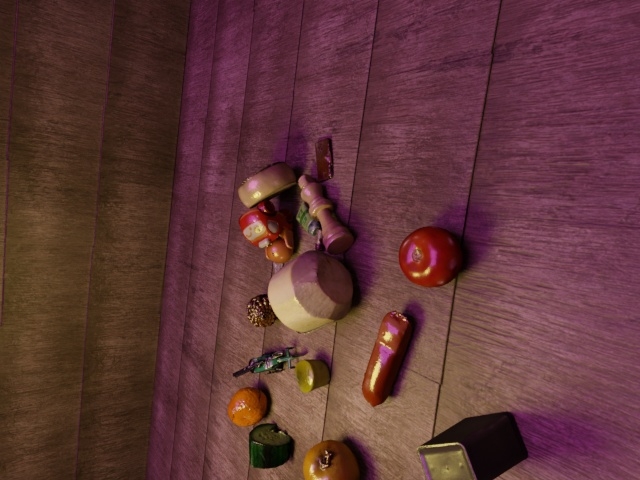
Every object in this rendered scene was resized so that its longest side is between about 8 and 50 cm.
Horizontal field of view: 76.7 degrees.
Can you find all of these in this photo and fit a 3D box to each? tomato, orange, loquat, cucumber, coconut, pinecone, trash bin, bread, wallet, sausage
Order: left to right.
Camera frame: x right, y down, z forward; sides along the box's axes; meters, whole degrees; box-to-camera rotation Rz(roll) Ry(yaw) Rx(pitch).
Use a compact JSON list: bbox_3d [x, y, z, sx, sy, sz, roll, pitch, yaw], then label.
[{"bbox_3d":[-0.349,0.798,1.951,0.193,0.193,0.161,-62,23,27],"label":"orange"},{"bbox_3d":[-0.275,0.331,1.924,0.174,0.174,0.173,-5,84,50],"label":"pinecone"},{"bbox_3d":[-0.233,0.921,1.810,0.191,0.191,0.130,6,101,50],"label":"cucumber"},{"bbox_3d":[-0.043,0.197,1.544,0.323,0.323,0.322,-5,84,50],"label":"coconut"},{"bbox_3d":[-0.033,0.542,1.638,0.111,0.114,0.129,-41,57,40],"label":"bread"},{"bbox_3d":[0.013,-0.342,1.714,0.095,0.026,0.176,-10,80,47],"label":"wallet"},{"bbox_3d":[0.039,0.838,1.466,0.208,0.208,0.208,-5,84,50],"label":"loquat"},{"bbox_3d":[0.223,0.396,1.362,0.097,0.094,0.348,25,105,34],"label":"sausage"},{"bbox_3d":[0.333,0.049,1.219,0.195,0.136,0.195,-7,81,52],"label":"tomato"},{"bbox_3d":[0.389,0.541,1.037,0.164,0.241,0.122,-36,63,42],"label":"trash bin"}]

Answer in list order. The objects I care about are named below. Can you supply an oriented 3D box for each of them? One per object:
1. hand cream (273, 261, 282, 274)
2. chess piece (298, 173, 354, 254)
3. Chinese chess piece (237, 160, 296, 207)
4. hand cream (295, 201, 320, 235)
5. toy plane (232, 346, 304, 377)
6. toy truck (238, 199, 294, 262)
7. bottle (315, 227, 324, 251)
[{"bbox_3d":[-0.221,0.072,1.950,0.084,0.050,0.256,-31,70,48],"label":"hand cream"},{"bbox_3d":[0.002,-0.125,1.653,0.117,0.117,0.397,-54,48,33],"label":"chess piece"},{"bbox_3d":[-0.241,-0.249,1.824,0.270,0.270,0.112,-27,94,46],"label":"Chinese chess piece"},{"bbox_3d":[-0.057,-0.088,1.765,0.175,0.046,0.095,51,127,41],"label":"hand cream"},{"bbox_3d":[-0.221,0.555,1.843,0.382,0.155,0.106,-20,71,30],"label":"toy plane"},{"bbox_3d":[-0.229,-0.026,1.813,0.189,0.265,0.239,-29,56,34],"label":"toy truck"},{"bbox_3d":[-0.001,0.000,1.690,0.047,0.063,0.101,13,102,17],"label":"bottle"}]
